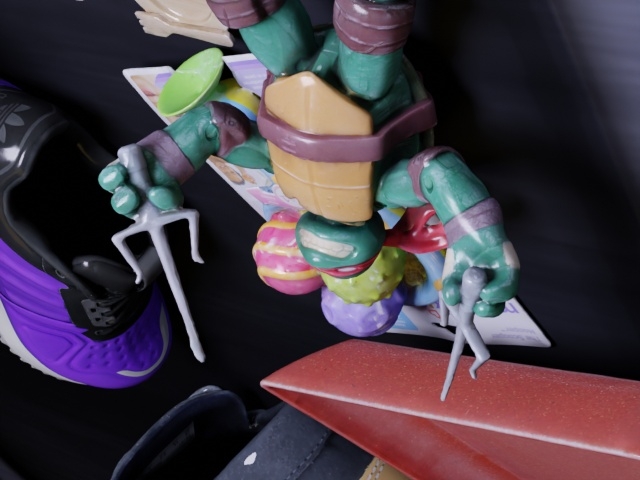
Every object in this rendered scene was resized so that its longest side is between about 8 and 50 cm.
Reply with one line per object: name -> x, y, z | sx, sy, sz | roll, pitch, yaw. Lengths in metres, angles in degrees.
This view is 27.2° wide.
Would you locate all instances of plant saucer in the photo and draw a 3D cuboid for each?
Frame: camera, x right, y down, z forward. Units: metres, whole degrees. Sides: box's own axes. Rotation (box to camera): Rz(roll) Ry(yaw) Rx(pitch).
plant saucer -> 0.139, 0.125, 0.720 | 0.259, 0.047, 0.258 | 5, 156, 47

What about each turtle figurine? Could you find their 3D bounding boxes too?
turtle figurine -> -0.002, -0.041, 0.545 | 0.175, 0.118, 0.234 | 3, 130, 13

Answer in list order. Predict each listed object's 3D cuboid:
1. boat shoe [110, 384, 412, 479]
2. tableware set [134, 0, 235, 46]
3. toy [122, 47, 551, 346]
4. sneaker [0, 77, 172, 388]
boat shoe -> -0.087, 0.200, 1.023 | 0.156, 0.187, 0.500 | 48, 153, -10
tableware set -> -0.106, -0.151, 0.582 | 0.141, 0.020, 0.168 | 24, 154, 18
toy -> 0.000, 0.000, 0.691 | 0.137, 0.056, 0.237 | 2, 142, 50
sneaker -> -0.149, 0.015, 0.840 | 0.146, 0.102, 0.293 | 14, 149, 34
